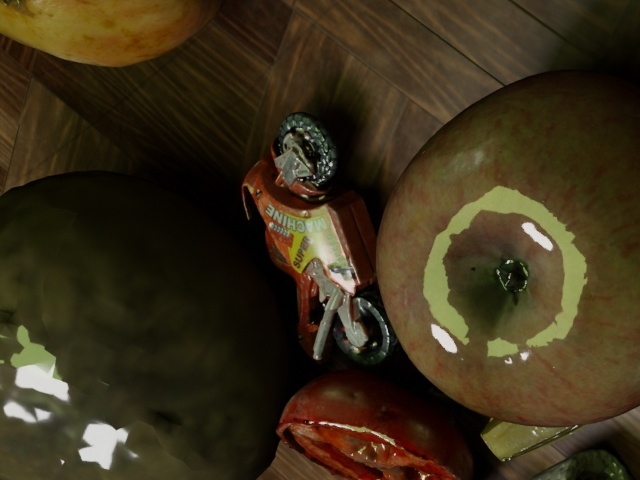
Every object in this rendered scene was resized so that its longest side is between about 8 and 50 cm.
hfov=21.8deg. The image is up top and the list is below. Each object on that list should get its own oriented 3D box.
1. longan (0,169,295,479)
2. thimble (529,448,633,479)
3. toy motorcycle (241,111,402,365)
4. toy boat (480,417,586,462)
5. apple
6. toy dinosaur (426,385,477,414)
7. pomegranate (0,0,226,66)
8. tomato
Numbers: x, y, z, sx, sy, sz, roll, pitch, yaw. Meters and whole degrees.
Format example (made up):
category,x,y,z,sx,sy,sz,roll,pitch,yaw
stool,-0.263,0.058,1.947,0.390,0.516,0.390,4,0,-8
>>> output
category,x,y,z,sx,sy,sz,roll,pitch,yaw
longan,-0.245,0.124,1.940,0.436,0.404,0.404,40,138,-17
thimble,0.266,0.280,1.734,0.090,0.115,0.102,-38,82,44
toy motorcycle,0.000,0.000,1.845,0.171,0.089,0.298,-7,107,44
toy boat,0.248,0.166,1.712,0.068,0.088,0.226,52,136,2
apple,0.202,0.013,1.515,0.344,0.269,0.345,-2,87,40
toy dinosaur,0.153,0.174,1.846,0.060,0.029,0.120,42,136,3
pomegranate,-0.225,-0.356,1.724,0.342,0.342,0.343,20,123,33
tomato,0.069,0.212,1.862,0.227,0.101,0.228,18,155,9
